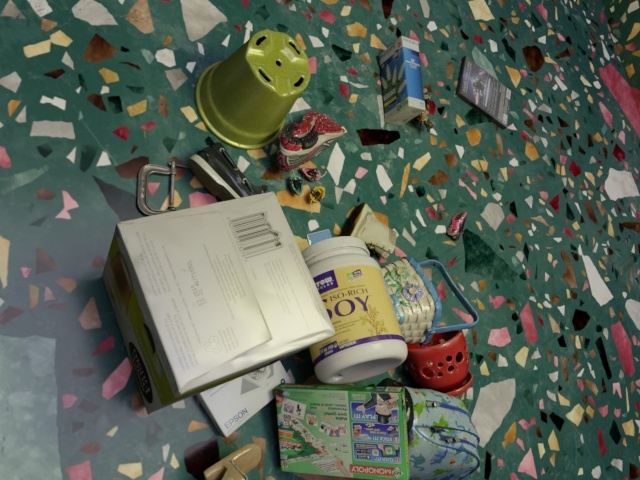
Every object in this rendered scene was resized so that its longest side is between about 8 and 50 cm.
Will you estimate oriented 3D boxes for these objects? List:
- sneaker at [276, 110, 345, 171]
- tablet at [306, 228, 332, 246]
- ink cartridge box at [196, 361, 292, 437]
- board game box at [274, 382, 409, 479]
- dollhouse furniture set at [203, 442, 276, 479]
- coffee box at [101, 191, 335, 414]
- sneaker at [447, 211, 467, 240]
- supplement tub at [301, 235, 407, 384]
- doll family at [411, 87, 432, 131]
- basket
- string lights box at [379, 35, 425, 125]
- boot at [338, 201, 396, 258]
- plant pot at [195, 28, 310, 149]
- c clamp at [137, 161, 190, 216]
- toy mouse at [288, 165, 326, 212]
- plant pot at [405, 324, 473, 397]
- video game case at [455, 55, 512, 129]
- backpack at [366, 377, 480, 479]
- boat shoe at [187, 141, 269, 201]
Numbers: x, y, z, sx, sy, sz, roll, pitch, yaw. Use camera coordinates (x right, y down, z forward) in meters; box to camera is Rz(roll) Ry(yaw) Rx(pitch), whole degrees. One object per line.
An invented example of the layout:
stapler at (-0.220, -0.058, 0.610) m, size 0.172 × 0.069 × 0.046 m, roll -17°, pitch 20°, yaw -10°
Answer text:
sneaker at (-0.037, -0.298, 1.559) m, size 0.121 × 0.112 × 0.299 m, roll 38°, pitch 39°, yaw 15°
tablet at (0.000, 0.000, 1.556) m, size 0.083 × 0.006 × 0.054 m, roll -15°, pitch 85°, yaw -35°
ink cartridge box at (-0.209, 0.326, 1.311) m, size 0.223 × 0.045 × 0.224 m, roll -34°, pitch 96°, yaw -34°
board game box at (0.049, 0.459, 1.275) m, size 0.046 × 0.317 × 0.214 m, roll -13°, pitch 100°, yaw -72°
dollhouse furniture set at (-0.030, 0.677, 1.154) m, size 0.256 × 0.362 × 0.394 m, roll -22°, pitch 117°, yaw -33°
coffee box at (-0.240, 0.137, 1.142) m, size 0.338 × 0.334 × 0.338 m, roll -16°, pitch 76°, yaw -33°
sneaker at (0.488, -0.049, 1.859) m, size 0.057 × 0.047 × 0.119 m, roll 50°, pitch 60°, yaw -28°
supplement tub at (0.068, 0.181, 1.376) m, size 0.241 × 0.241 × 0.331 m, roll 2°, pitch 58°, yaw -32°
doll family at (0.355, -0.472, 1.853) m, size 0.111 × 0.076 × 0.193 m, roll 24°, pitch 69°, yaw -64°
basket at (0.285, 0.173, 1.535) m, size 0.289 × 0.201 × 0.255 m, roll -7°, pitch 45°, yaw -26°
string lights box at (0.277, -0.541, 1.802) m, size 0.076 × 0.133 × 0.260 m, roll 5°, pitch 74°, yaw -30°
boot at (0.142, 0.009, 1.602) m, size 0.165 × 0.077 × 0.213 m, roll 40°, pitch 57°, yaw -19°
plant pot at (-0.163, -0.418, 1.420) m, size 0.276 × 0.254 × 0.276 m, roll 9°, pitch 72°, yaw -31°
c clamp at (-0.393, -0.132, 1.336) m, size 0.137 × 0.022 × 0.161 m, roll 13°, pitch 70°, yaw -29°
toy mouse at (-0.048, -0.173, 1.557) m, size 0.143 × 0.031 × 0.161 m, roll 40°, pitch 56°, yaw -9°
plant pot at (0.352, 0.364, 1.572) m, size 0.191 × 0.191 × 0.174 m, roll -23°, pitch 98°, yaw -34°
video game case at (0.663, -0.594, 2.125) m, size 0.274 × 0.026 × 0.196 m, roll 26°, pitch 64°, yaw -23°
backpack at (0.259, 0.525, 1.418) m, size 0.355 × 0.290 × 0.273 m, roll 11°, pitch 36°, yaw -44°
boat shoe at (-0.193, -0.119, 1.397) m, size 0.340 × 0.127 × 0.113 m, roll 45°, pitch 67°, yaw -6°
